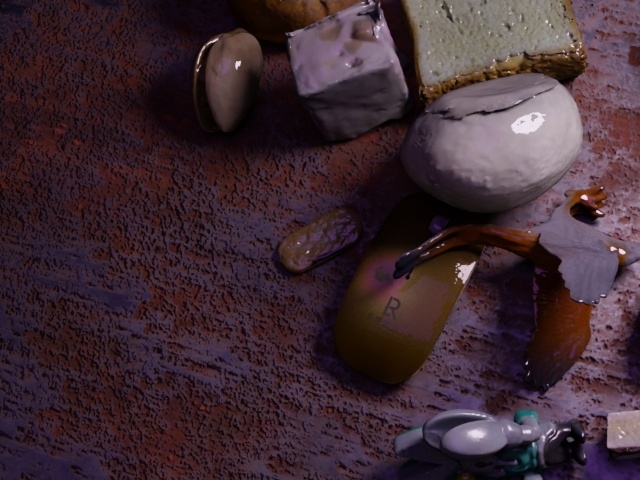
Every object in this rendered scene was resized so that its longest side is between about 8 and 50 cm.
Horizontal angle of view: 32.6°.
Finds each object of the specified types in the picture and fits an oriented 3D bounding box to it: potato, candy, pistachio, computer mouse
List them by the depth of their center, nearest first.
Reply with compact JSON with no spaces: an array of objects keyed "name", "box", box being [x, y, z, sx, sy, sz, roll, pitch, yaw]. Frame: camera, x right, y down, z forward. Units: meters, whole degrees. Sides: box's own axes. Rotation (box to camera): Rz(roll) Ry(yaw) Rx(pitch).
[{"name":"potato","box":[0.456,0.266,1.506,0.122,0.086,0.061,-10,70,15]},{"name":"candy","box":[0.254,-0.139,1.620,0.295,0.295,0.185,-15,101,5]},{"name":"computer mouse","box":[0.137,0.064,1.656,0.158,0.072,0.310,25,75,17]},{"name":"candy","box":[0.052,-0.268,1.736,0.184,0.195,0.137,-20,65,7]},{"name":"pistachio","box":[-0.156,-0.269,1.825,0.124,0.124,0.185,11,88,15]}]

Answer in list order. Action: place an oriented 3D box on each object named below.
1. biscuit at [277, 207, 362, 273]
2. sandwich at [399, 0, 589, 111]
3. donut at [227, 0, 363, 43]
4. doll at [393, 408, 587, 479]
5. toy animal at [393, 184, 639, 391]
[{"name":"biscuit","box":[0.000,0.000,1.736,0.147,0.018,0.071,-29,64,1]},{"name":"sandwich","box":[0.273,-0.349,1.773,0.273,0.095,0.249,-13,65,6]},{"name":"donut","box":[-0.033,-0.495,1.864,0.299,0.150,0.317,-13,67,3]},{"name":"doll","box":[0.226,0.291,1.501,0.258,0.153,0.195,-33,103,11]},{"name":"toy animal","box":[0.305,0.020,1.610,0.284,0.225,0.302,29,55,19]}]
